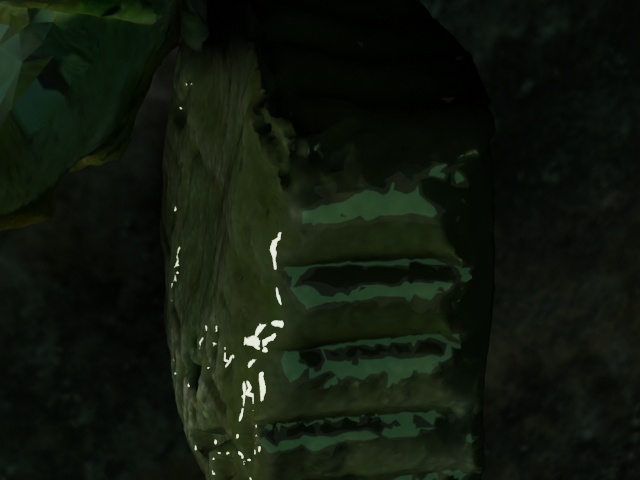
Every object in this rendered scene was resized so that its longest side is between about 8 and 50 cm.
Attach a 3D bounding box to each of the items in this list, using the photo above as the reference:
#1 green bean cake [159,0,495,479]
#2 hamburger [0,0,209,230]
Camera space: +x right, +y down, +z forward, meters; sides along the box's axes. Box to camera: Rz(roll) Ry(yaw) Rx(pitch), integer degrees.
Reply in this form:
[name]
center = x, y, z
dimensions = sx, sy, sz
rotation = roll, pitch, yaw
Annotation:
[green bean cake]
center = 0.000, 0.000, 0.832
dimensions = 0.125, 0.222, 0.227
rotation = 1, 117, -13
[hamburger]
center = -0.173, -0.092, 0.732
dimensions = 0.288, 0.192, 0.168
rotation = 1, 105, -25
